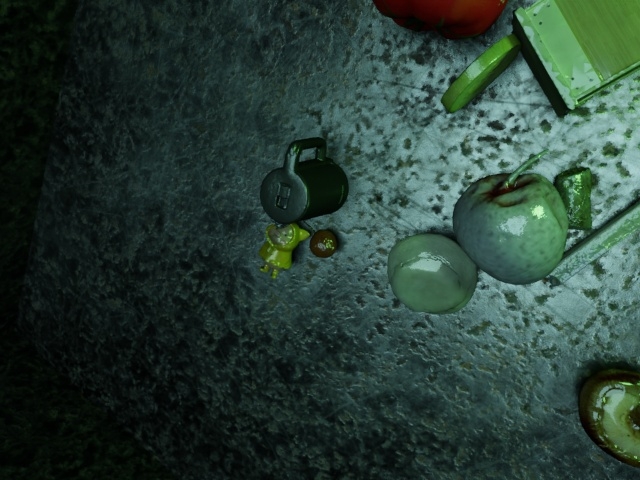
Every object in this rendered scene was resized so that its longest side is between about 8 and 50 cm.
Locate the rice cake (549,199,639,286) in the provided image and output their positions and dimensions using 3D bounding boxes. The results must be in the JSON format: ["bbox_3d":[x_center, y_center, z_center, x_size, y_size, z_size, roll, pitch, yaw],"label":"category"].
[{"bbox_3d":[0.806,-0.007,1.230,0.064,0.070,0.399,50,115,13],"label":"rice cake"}]

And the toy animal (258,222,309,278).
[{"bbox_3d":[-0.152,0.028,1.651,0.156,0.156,0.229,32,101,16],"label":"toy animal"}]

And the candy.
[{"bbox_3d":[0.356,0.099,1.396,0.295,0.185,0.295,6,114,14],"label":"candy"}]

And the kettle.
[{"bbox_3d":[-0.035,-0.187,1.452,0.203,0.308,0.262,47,115,9],"label":"kettle"}]

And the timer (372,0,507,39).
[{"bbox_3d":[0.319,-0.703,1.149,0.378,0.378,0.279,26,115,19],"label":"timer"}]

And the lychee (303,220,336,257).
[{"bbox_3d":[0.006,0.002,1.589,0.101,0.140,0.114,-14,137,-3],"label":"lychee"}]

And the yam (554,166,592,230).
[{"bbox_3d":[0.715,-0.115,1.236,0.107,0.107,0.183,1,98,25],"label":"yam"}]

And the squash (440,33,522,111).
[{"bbox_3d":[0.446,-0.460,1.208,0.252,0.252,0.049,-41,84,26],"label":"squash"}]

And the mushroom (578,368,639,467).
[{"bbox_3d":[0.898,0.498,1.238,0.297,0.163,0.278,41,122,13],"label":"mushroom"}]

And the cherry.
[{"bbox_3d":[0.539,-0.030,1.212,0.291,0.326,0.335,-28,89,-2],"label":"cherry"}]

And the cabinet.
[{"bbox_3d":[0.702,-0.527,1.094,0.318,0.227,0.290,-30,86,24],"label":"cabinet"}]
